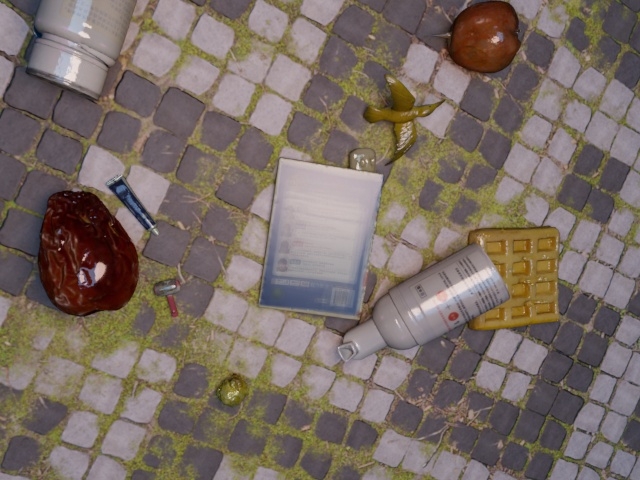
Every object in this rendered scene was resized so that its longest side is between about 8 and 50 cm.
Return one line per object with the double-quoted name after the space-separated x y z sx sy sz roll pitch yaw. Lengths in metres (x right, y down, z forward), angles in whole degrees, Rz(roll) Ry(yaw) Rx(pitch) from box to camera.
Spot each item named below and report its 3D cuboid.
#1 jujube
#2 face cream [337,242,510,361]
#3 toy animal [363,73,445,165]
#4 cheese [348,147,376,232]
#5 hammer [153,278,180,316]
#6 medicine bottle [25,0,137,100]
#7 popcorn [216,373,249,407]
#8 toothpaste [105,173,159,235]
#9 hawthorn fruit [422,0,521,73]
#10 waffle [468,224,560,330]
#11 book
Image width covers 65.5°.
-0.432 0.022 0.921 0.168 0.168 0.236 -16 83 -11 "jujube"
0.207 0.153 1.083 0.370 0.145 0.145 -29 103 7 "face cream"
0.177 -0.282 1.048 0.155 0.095 0.219 -30 140 -9 "toy animal"
0.093 -0.103 1.081 0.065 0.043 0.193 -1 96 -11 "cheese"
-0.307 0.120 1.020 0.053 0.031 0.083 -12 110 -9 "hammer"
-0.414 -0.390 0.873 0.144 0.143 0.257 19 90 -15 "medicine bottle"
-0.188 0.324 1.055 0.060 0.068 0.083 39 125 8 "popcorn"
-0.365 -0.066 0.986 0.037 0.021 0.139 -39 102 -14 "toothpaste"
0.337 -0.441 1.067 0.189 0.149 0.149 25 90 20 "hawthorn fruit"
0.460 0.090 1.185 0.221 0.055 0.247 -4 97 -13 "waffle"
0.000 0.000 1.057 0.229 0.018 0.322 9 97 -5 "book"
